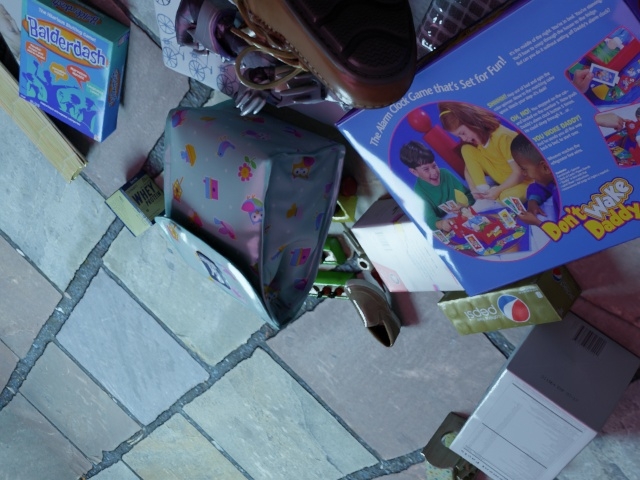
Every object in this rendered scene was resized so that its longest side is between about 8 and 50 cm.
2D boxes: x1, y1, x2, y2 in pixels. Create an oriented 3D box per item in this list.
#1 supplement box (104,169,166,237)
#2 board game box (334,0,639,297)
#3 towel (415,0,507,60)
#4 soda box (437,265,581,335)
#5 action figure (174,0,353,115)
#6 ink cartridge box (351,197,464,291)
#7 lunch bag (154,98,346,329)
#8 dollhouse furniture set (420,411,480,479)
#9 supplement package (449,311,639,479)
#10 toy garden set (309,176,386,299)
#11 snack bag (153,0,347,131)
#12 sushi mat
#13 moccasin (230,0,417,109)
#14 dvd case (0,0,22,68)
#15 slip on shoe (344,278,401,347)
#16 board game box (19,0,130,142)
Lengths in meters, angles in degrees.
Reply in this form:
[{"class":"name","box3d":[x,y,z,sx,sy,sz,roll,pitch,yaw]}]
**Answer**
[{"class":"supplement box","box3d":[-0.308,-0.062,1.738,0.083,0.056,0.083,49,146,-9]},{"class":"board game box","box3d":[0.202,-0.098,0.941,0.233,0.078,0.347,51,142,-10]},{"class":"towel","box3d":[0.213,-0.157,1.035,0.284,0.121,0.235,37,145,10]},{"class":"soda box","box3d":[0.239,0.074,1.318,0.061,0.058,0.181,53,146,-14]},{"class":"action figure","box3d":[-0.041,-0.200,1.162,0.285,0.185,0.099,34,119,38]},{"class":"ink cartridge box","box3d":[0.148,0.002,1.326,0.198,0.067,0.115,-4,125,50]},{"class":"lunch bag","box3d":[-0.103,-0.034,1.382,0.223,0.160,0.262,30,121,38]},{"class":"dollhouse furniture set","box3d":[0.252,0.392,1.616,0.161,0.101,0.181,21,141,30]},{"class":"supplement package","box3d":[0.289,0.219,1.357,0.139,0.134,0.244,36,146,11]},{"class":"toy garden set","box3d":[0.000,0.000,1.493,0.204,0.049,0.244,2,129,45]},{"class":"snack bag","box3d":[-0.082,-0.290,1.271,0.343,0.037,0.323,27,143,22]},{"class":"sushi mat","box3d":[-0.525,-0.237,1.787,0.316,0.019,0.151,50,156,-9]},{"class":"moccasin","box3d":[-0.028,-0.237,1.023,0.380,0.139,0.147,47,143,38]},{"class":"dvd case","box3d":[-0.445,-0.314,1.634,0.180,0.022,0.253,7,132,42]},{"class":"slip on shoe","box3d":[0.076,0.108,1.509,0.051,0.041,0.135,-7,138,28]},{"class":"board game box","box3d":[-0.378,-0.268,1.557,0.160,0.047,0.210,29,138,8]}]
